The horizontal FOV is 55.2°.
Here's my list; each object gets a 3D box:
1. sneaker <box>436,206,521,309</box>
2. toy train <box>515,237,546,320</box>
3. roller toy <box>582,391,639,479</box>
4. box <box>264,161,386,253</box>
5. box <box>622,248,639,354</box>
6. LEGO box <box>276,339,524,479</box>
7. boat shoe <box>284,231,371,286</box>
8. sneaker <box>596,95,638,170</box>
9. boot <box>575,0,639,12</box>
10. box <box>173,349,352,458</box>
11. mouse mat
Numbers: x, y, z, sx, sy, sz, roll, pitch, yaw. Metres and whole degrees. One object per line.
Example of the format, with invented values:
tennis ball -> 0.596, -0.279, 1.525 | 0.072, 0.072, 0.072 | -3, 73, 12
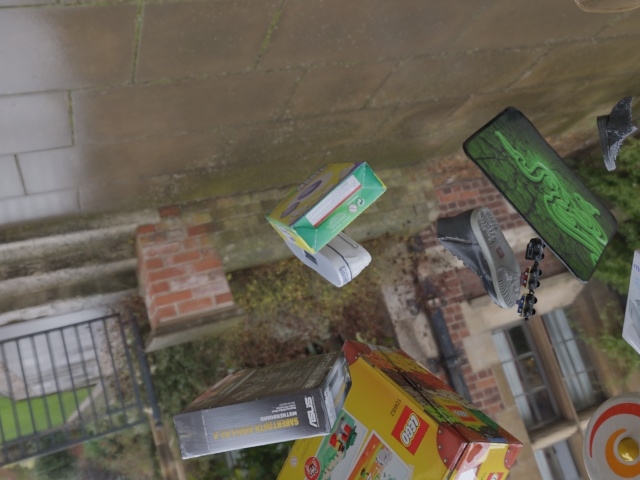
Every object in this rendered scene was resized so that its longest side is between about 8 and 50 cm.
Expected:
sneaker -> 0.327, 0.038, 1.259 | 0.083, 0.221, 0.118 | -29, -168, -34
toy train -> 0.392, 0.072, 1.148 | 0.036, 0.158, 0.027 | 10, -177, 42
roller toy -> 0.535, 0.351, 0.990 | 0.146, 0.209, 0.191 | 21, -170, -24
box -> -0.003, -0.042, 0.694 | 0.105, 0.043, 0.179 | -42, -168, -8
box -> 0.720, 0.161, 1.162 | 0.127, 0.231, 0.262 | -14, -148, -6
LEGO box -> 0.117, 0.517, 1.270 | 0.193, 0.499, 0.372 | 19, -169, -41
boat shoe -> 0.000, 0.000, 1.169 | 0.084, 0.258, 0.095 | -30, 133, -18
sneaker -> 0.735, -0.260, 1.503 | 0.089, 0.170, 0.051 | -11, -170, 31
boot -> 0.336, -0.380, 0.762 | 0.197, 0.152, 0.073 | 13, 170, -18
box -> -0.063, 0.209, 0.809 | 0.183, 0.056, 0.231 | -13, 178, 8
mouse mat -> 0.243, -0.057, 0.661 | 0.153, 0.189, 0.007 | -38, 177, -44
